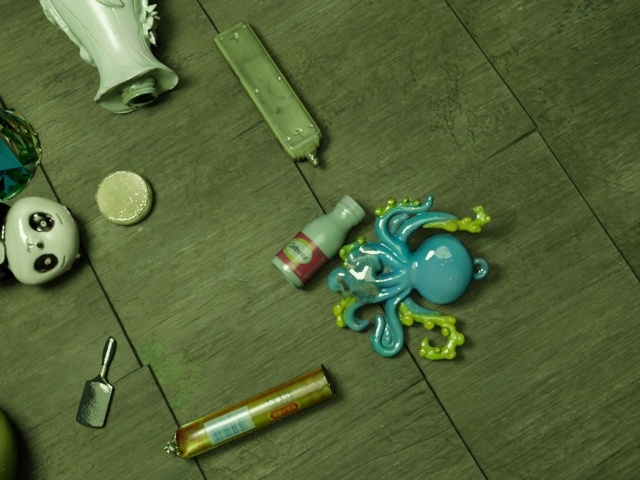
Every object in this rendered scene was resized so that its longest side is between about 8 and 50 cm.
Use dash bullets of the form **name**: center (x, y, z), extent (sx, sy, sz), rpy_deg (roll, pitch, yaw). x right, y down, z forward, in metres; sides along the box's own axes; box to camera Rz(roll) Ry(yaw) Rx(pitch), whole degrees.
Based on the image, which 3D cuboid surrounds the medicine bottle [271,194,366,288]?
- **medicine bottle**: center (0.000, 0.000, 1.623), extent (0.090, 0.090, 0.217), rpy_deg (44, 83, 9)

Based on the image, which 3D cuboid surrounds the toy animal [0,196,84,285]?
- **toy animal**: center (-0.627, -0.001, 1.604), extent (0.235, 0.165, 0.187), rpy_deg (0, 101, 2)

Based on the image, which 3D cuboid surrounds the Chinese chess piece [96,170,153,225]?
- **Chinese chess piece**: center (-0.430, -0.093, 1.676), extent (0.122, 0.051, 0.122), rpy_deg (0, 79, 0)

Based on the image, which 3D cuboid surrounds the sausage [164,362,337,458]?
- **sausage**: center (-0.148, 0.361, 1.567), extent (0.372, 0.082, 0.082), rpy_deg (-23, 79, -2)

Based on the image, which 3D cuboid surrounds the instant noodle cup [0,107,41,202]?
- **instant noodle cup**: center (-0.750, -0.207, 1.643), extent (0.240, 0.178, 0.240), rpy_deg (0, 80, 2)

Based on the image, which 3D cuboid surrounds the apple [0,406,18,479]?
- **apple**: center (-0.732, 0.430, 1.469), extent (0.292, 0.292, 0.254), rpy_deg (-18, 104, -2)

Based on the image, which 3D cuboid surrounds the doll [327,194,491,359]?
- **doll**: center (0.185, 0.077, 1.603), extent (0.341, 0.099, 0.346), rpy_deg (-1, 96, 8)

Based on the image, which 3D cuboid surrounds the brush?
- **brush**: center (-0.466, 0.299, 1.619), extent (0.063, 0.016, 0.193), rpy_deg (12, 80, 4)

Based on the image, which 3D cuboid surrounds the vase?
- **vase**: center (-0.474, -0.506, 1.672), extent (0.250, 0.250, 0.445), rpy_deg (-23, 84, -3)

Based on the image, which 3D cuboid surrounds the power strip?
- **power strip**: center (-0.107, -0.321, 1.705), extent (0.092, 0.066, 0.387), rpy_deg (-31, 77, -6)
